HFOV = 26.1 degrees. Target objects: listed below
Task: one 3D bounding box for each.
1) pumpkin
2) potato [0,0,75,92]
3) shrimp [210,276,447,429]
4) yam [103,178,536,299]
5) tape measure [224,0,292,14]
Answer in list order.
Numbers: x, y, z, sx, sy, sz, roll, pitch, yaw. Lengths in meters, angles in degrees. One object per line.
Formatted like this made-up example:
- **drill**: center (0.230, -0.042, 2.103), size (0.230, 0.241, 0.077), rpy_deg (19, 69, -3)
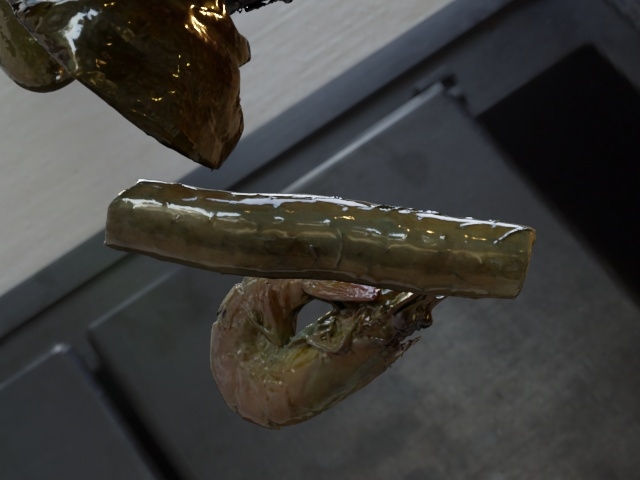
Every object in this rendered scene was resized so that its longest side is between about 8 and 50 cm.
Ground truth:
- **pumpkin**: center (-0.139, -0.175, 1.023), size (0.254, 0.130, 0.149), rpy_deg (41, 6, -4)
- **potato**: center (-0.388, -0.302, 1.859), size (0.174, 0.159, 0.251), rpy_deg (4, 50, -44)
- **shrimp**: center (0.001, 0.078, 1.226), size (0.267, 0.061, 0.145), rpy_deg (-25, -101, 39)
- **yam**: center (0.000, 0.000, 1.018), size (0.071, 0.317, 0.067), rpy_deg (91, 7, -77)
- **tape measure**: center (-0.126, -0.260, 1.311), size (0.186, 0.199, 0.112), rpy_deg (-5, 82, -60)
